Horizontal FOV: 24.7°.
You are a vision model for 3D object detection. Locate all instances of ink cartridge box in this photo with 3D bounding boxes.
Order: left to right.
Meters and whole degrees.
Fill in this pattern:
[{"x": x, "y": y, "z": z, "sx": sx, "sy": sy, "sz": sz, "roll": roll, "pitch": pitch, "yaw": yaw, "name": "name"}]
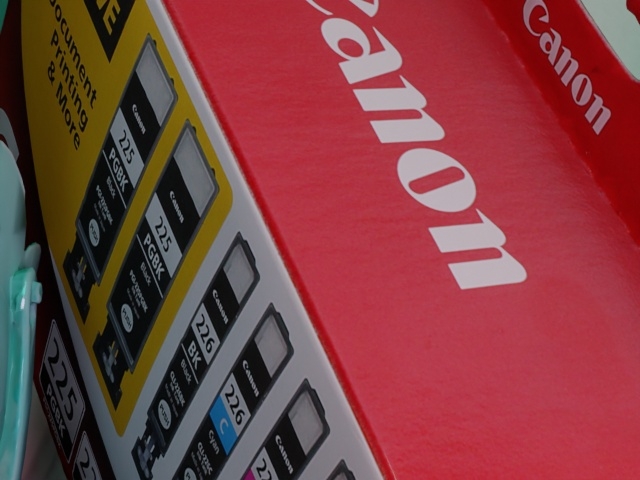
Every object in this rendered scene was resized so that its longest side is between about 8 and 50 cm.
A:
[{"x": 0.000, "y": 0.000, "z": 0.485, "sx": 0.130, "sy": 0.272, "sz": 0.309, "roll": -6, "pitch": 53, "yaw": -30, "name": "ink cartridge box"}]

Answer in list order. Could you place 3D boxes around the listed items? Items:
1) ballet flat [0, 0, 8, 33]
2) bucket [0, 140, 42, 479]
[{"x": -0.234, "y": -0.071, "z": 0.705, "sx": 0.124, "sy": 0.116, "sz": 0.342, "roll": 12, "pitch": 47, "yaw": 10, "name": "ballet flat"}, {"x": -0.231, "y": 0.067, "z": 0.456, "sx": 0.281, "sy": 0.281, "sz": 0.183, "roll": 12, "pitch": 49, "yaw": -17, "name": "bucket"}]
